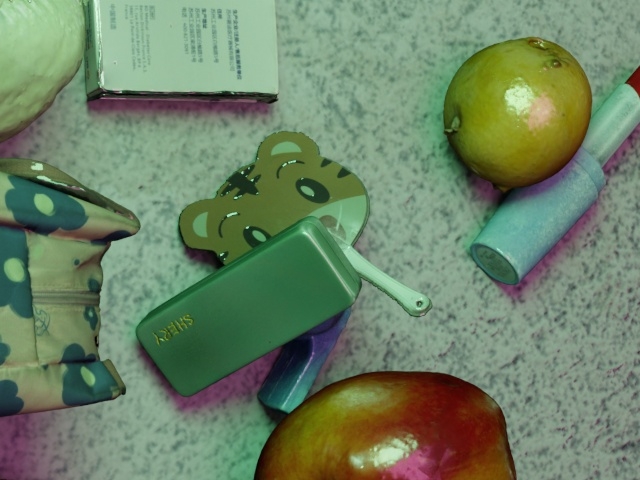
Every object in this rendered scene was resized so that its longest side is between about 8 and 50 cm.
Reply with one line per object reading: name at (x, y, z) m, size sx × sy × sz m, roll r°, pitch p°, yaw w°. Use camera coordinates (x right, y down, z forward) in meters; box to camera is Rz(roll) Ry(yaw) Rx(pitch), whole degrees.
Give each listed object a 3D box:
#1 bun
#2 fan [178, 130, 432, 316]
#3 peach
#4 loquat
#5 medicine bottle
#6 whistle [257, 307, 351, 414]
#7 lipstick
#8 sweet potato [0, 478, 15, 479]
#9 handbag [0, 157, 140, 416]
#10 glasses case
bun at (-0.307, -0.168, 1.096) m, size 0.273 × 0.273 × 0.168 m, roll 20°, pitch 123°, yaw -24°
fan at (0.000, 0.000, 1.273) m, size 0.227 × 0.008 × 0.152 m, roll 35°, pitch 65°, yaw 24°
peach at (0.058, 0.205, 1.249) m, size 0.243 × 0.243 × 0.199 m, roll -33°, pitch 68°, yaw -23°
loquat at (0.180, -0.117, 1.374) m, size 0.141 × 0.141 × 0.141 m, roll 1°, pitch 87°, yaw -26°
medicine bottle at (-0.118, -0.216, 1.281) m, size 0.171 × 0.052 × 0.201 m, roll -3°, pitch 88°, yaw -26°
whistle at (-0.026, 0.063, 1.296) m, size 0.090 × 0.090 × 0.158 m, roll 33°, pitch 81°, yaw -21°
lipstick at (0.248, -0.073, 1.446) m, size 0.274 × 0.061 × 0.068 m, roll -48°, pitch 111°, yaw -20°
sweet potato at (-0.287, 0.218, 1.151) m, size 0.355 × 0.095 × 0.106 m, roll 11°, pitch 124°, yaw -22°
handbag at (-0.263, 0.032, 1.094) m, size 0.193 × 0.251 × 0.190 m, roll 9°, pitch 88°, yaw -38°
glasses case at (-0.059, 0.056, 1.236) m, size 0.077 × 0.184 × 0.039 m, roll 55°, pitch 23°, yaw -11°
